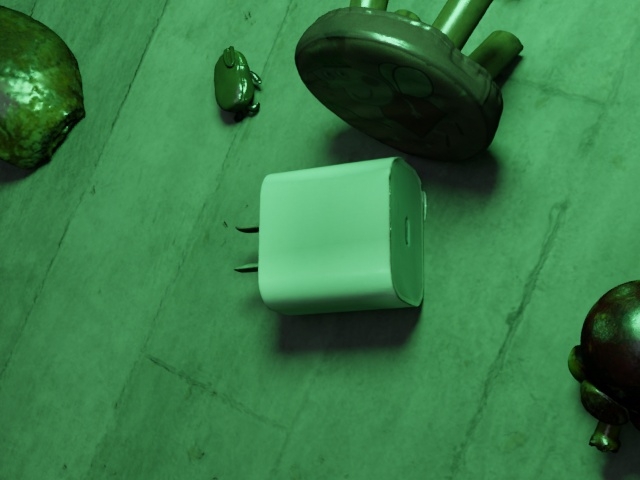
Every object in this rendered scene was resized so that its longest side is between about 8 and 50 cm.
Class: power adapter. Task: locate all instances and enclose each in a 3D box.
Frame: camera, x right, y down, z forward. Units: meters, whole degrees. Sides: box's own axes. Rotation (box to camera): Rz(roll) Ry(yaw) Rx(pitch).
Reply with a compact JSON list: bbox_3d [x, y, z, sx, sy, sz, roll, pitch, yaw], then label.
[{"bbox_3d":[0.000,0.000,1.290,0.255,0.124,0.187,-5,74,24],"label":"power adapter"}]

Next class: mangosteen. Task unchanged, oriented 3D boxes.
[{"bbox_3d":[0.350,0.128,1.072,0.184,0.172,0.172,-28,65,38],"label":"mangosteen"}]

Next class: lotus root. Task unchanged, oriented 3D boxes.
[{"bbox_3d":[-0.532,-0.280,1.611,0.314,0.142,0.210,39,94,27],"label":"lotus root"}]

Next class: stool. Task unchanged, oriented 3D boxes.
[{"bbox_3d":[0.120,-0.238,1.229,0.272,0.272,0.178,19,73,28],"label":"stool"}]

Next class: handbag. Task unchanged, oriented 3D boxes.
[{"bbox_3d":[-0.126,-0.239,1.454,0.072,0.047,0.111,-22,69,25],"label":"handbag"}]
